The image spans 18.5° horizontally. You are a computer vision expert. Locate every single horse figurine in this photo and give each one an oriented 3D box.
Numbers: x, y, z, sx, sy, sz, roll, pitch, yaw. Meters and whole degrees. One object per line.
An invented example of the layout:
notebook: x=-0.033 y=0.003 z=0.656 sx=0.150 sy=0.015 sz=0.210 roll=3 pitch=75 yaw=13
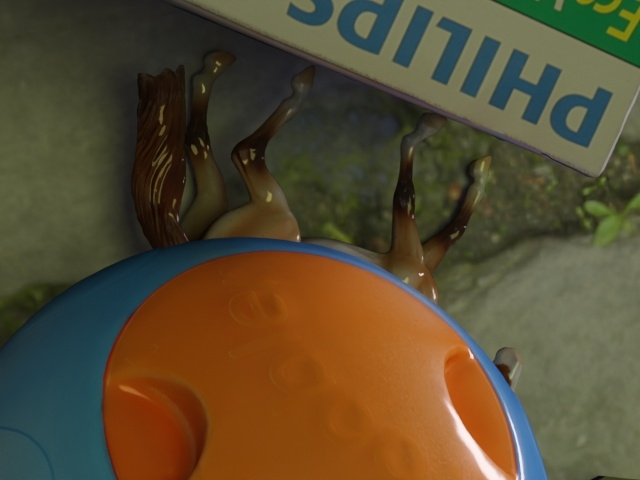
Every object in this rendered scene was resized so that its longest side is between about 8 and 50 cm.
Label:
horse figurine: x=0.000 y=0.000 z=1.050 sx=0.263 sy=0.066 sz=0.174 roll=21 pitch=73 yaw=-24

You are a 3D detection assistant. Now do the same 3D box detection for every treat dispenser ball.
treat dispenser ball: x=-0.036 y=0.142 z=0.904 sx=0.288 sy=0.288 sz=0.288 roll=2 pitch=86 yaw=-24

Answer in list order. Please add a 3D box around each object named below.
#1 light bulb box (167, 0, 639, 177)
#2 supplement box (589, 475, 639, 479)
light bulb box: x=0.018 y=-0.268 z=0.922 sx=0.358 sy=0.225 sz=0.361 roll=21 pitch=96 yaw=-17
supplement box: x=0.157 y=0.175 z=1.098 sx=0.083 sy=0.083 sz=0.056 roll=-25 pitch=97 yaw=-24
